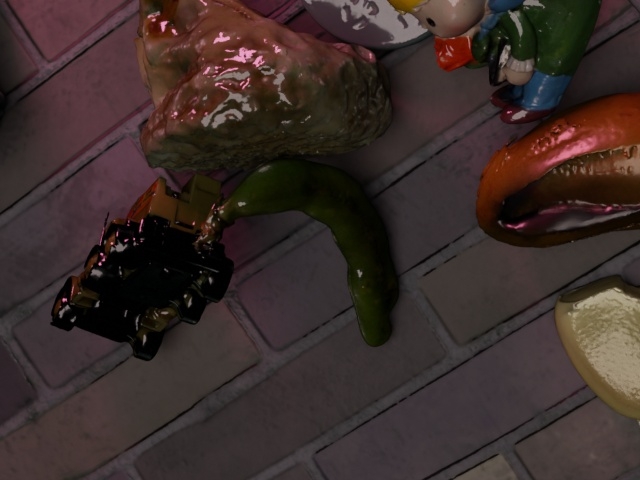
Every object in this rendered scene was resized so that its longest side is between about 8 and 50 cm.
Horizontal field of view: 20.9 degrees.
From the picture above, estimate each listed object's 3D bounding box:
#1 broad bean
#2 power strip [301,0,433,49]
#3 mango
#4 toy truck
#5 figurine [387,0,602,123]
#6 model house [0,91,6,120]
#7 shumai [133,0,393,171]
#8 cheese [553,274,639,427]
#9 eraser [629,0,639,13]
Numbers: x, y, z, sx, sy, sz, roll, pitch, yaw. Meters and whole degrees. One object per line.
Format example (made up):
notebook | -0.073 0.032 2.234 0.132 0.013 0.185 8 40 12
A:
broad bean | 0.000 0.000 1.743 0.049 0.292 0.144 28 87 49
power strip | 0.037 -0.271 1.742 0.216 0.044 0.137 32 109 7
mango | 0.265 -0.061 1.674 0.248 0.151 0.156 -21 137 27
toy truck | -0.186 0.027 1.794 0.127 0.127 0.257 18 148 -19
figurine | 0.136 -0.218 1.653 0.234 0.127 0.185 10 124 -14
model house | -0.452 -0.129 1.839 0.271 0.190 0.301 -17 98 17
shumai | -0.060 -0.184 1.717 0.260 0.225 0.222 -2 83 0
cheese | 0.334 0.154 1.750 0.127 0.050 0.255 -22 97 18
eraser | 0.331 -0.311 1.630 0.174 0.081 0.227 -41 88 17
